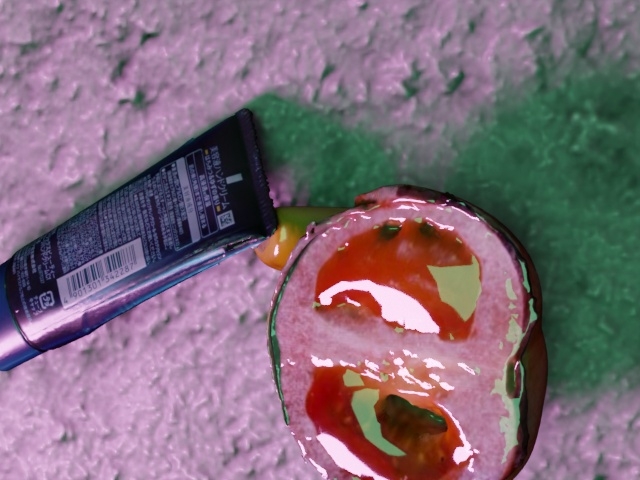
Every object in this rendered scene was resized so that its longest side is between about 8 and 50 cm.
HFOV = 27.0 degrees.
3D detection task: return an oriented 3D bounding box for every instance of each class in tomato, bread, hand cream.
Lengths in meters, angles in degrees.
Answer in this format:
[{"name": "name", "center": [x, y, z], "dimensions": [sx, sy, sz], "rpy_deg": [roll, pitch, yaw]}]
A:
[{"name": "tomato", "center": [0.069, 0.074, 0.941], "dimensions": [0.199, 0.112, 0.228], "rpy_deg": [10, 97, 24]}, {"name": "bread", "center": [0.001, 0.000, 0.991], "dimensions": [0.062, 0.103, 0.049], "rpy_deg": [-15, 76, 60]}, {"name": "hand cream", "center": [-0.153, 0.006, 1.015], "dimensions": [0.270, 0.061, 0.120], "rpy_deg": [-30, 52, 21]}]
